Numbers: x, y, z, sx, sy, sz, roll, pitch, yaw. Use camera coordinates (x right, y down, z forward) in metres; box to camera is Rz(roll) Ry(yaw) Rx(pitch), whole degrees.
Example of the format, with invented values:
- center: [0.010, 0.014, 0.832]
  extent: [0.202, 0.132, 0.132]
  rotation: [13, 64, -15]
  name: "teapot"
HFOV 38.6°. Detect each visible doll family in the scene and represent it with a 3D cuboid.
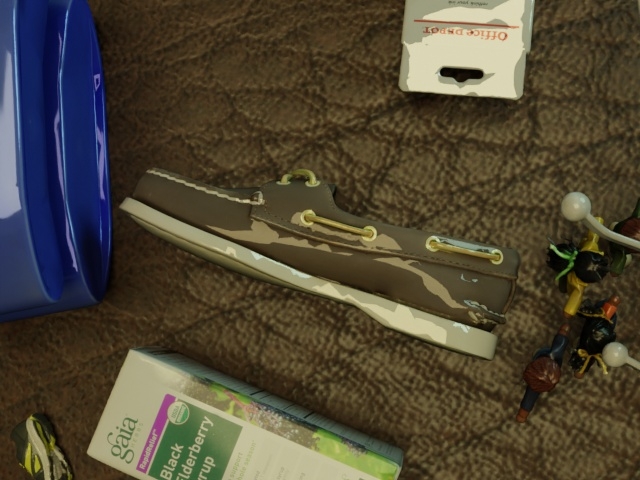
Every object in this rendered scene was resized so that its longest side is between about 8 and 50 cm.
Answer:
- center: [0.202, 0.054, 0.711]
  extent: [0.076, 0.111, 0.193]
  rotation: [13, 89, 9]
  name: "doll family"

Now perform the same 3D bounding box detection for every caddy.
- center: [-0.285, -0.078, 0.728]
  extent: [0.179, 0.241, 0.341]
  rotation: [-5, 85, 4]
  name: "caddy"

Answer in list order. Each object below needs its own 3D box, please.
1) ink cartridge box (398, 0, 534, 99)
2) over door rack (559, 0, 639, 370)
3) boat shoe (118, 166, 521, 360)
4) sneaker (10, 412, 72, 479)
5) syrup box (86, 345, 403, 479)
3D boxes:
- center: [0.125, -0.203, 0.764]
  extent: [0.104, 0.061, 0.181]
  rotation: [6, 87, 9]
  name: "ink cartridge box"
- center: [0.247, -0.065, 0.551]
  extent: [0.108, 0.239, 0.324]
  rotation: [2, 91, -14]
  name: "over door rack"
- center: [0.000, 0.000, 0.746]
  extent: [0.324, 0.116, 0.096]
  rotation: [20, 85, 5]
  name: "boat shoe"
- center: [-0.248, 0.196, 0.812]
  extent: [0.035, 0.031, 0.083]
  rotation: [-25, 79, 20]
  name: "sneaker"
- center: [-0.058, 0.173, 0.749]
  extent: [0.237, 0.096, 0.093]
  rotation: [22, 88, 8]
  name: "syrup box"
